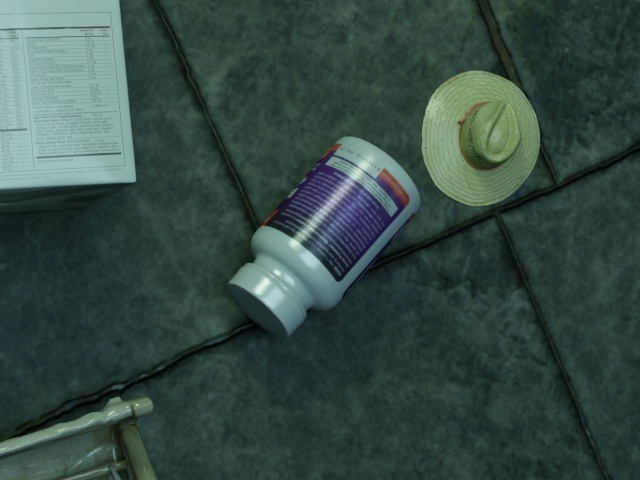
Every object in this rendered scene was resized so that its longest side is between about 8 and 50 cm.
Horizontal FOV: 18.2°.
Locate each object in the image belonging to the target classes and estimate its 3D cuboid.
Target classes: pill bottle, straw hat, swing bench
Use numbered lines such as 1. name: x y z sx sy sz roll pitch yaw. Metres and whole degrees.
1. pill bottle: 0.000 0.000 1.954 0.108 0.108 0.193 45 72 -10
2. straw hat: 0.177 -0.109 2.053 0.144 0.061 0.145 2 83 -19
3. swing bench: -0.255 0.297 1.805 0.253 0.165 0.255 -15 84 -20

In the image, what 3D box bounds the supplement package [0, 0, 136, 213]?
1. supplement package: -0.295 -0.163 1.817 0.198 0.199 0.263 -4 85 -20
